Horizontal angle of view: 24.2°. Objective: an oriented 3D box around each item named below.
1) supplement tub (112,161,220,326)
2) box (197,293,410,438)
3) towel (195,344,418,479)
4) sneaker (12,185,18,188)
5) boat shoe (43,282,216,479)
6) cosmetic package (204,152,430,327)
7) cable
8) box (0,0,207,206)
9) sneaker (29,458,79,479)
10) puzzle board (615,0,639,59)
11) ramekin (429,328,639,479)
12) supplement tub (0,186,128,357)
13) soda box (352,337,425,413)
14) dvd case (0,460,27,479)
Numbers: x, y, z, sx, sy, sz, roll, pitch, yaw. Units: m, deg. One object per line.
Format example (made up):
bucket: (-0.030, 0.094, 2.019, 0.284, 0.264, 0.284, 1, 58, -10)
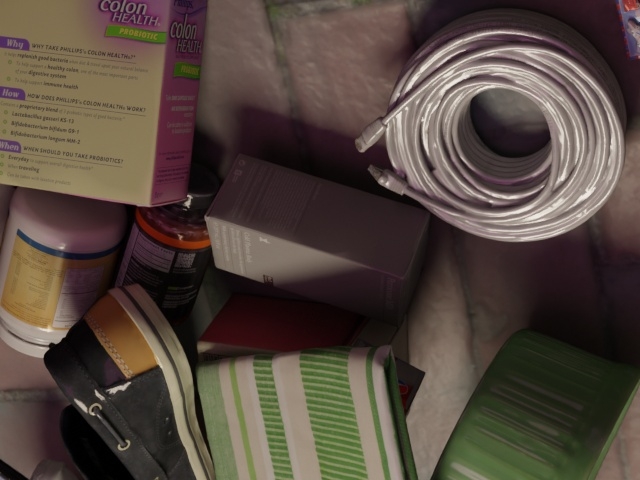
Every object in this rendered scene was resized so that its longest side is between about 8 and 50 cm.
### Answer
supplement tub: (-0.180, 0.002, 1.796, 0.106, 0.106, 0.198, 26, 123, 6)
box: (-0.017, 0.166, 1.811, 0.232, 0.127, 0.149, 6, 119, 17)
towel: (-0.014, 0.242, 1.644, 0.325, 0.038, 0.248, -12, 89, 50)
sneaker: (-0.390, -0.132, 1.819, 0.089, 0.051, 0.170, 28, 145, 19)
boat shoe: (-0.235, 0.239, 1.829, 0.187, 0.156, 0.500, 48, 159, 28)
cosmetic package: (0.000, 0.000, 1.705, 0.238, 0.107, 0.127, 19, 152, 14)
cable: (0.199, -0.119, 1.595, 0.257, 0.089, 0.257, 36, 123, -2)
box: (-0.255, -0.174, 1.669, 0.213, 0.117, 0.243, 8, 98, 15)
sneaker: (-0.274, 0.431, 2.029, 0.210, 0.137, 0.366, 5, 136, 14)
puzzle board: (0.347, -0.249, 1.511, 0.096, 0.011, 0.128, -7, 115, 24)
ramekin: (0.229, 0.247, 1.667, 0.148, 0.303, 0.303, 26, 124, 15)
supplement tub: (-0.327, 0.032, 1.843, 0.144, 0.144, 0.200, 25, 124, 6)
soda box: (0.025, 0.245, 1.712, 0.092, 0.083, 0.263, 26, 123, 6)
dvd case: (-0.474, 0.438, 2.199, 0.180, 0.022, 0.253, 36, 124, -1)
